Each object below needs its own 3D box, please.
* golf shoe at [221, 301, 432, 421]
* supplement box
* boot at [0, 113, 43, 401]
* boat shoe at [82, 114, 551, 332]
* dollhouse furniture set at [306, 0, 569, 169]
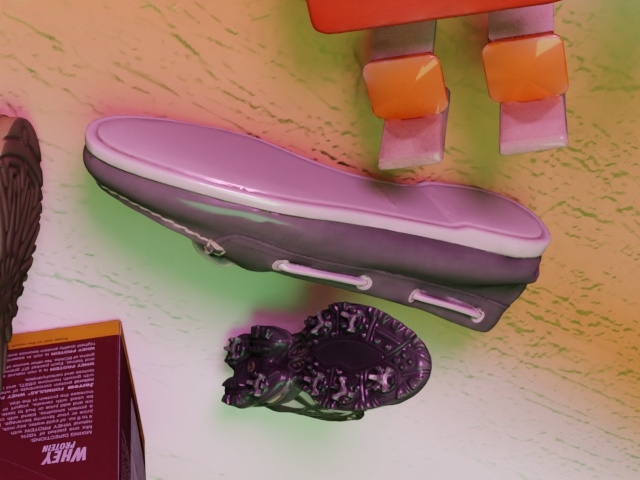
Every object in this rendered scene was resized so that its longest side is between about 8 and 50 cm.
[{"bbox_3d":[0.018,0.092,0.765,0.094,0.077,0.198,21,162,-38],"label":"golf shoe"},{"bbox_3d":[-0.223,0.174,0.734,0.191,0.194,0.129,-8,123,-6],"label":"supplement box"},{"bbox_3d":[-0.329,0.017,0.664,0.270,0.089,0.236,9,79,4],"label":"boot"},{"bbox_3d":[0.000,0.000,0.715,0.335,0.112,0.095,11,115,-21],"label":"boat shoe"},{"bbox_3d":[0.112,-0.166,0.573,0.259,0.135,0.262,-6,127,15],"label":"dollhouse furniture set"}]
